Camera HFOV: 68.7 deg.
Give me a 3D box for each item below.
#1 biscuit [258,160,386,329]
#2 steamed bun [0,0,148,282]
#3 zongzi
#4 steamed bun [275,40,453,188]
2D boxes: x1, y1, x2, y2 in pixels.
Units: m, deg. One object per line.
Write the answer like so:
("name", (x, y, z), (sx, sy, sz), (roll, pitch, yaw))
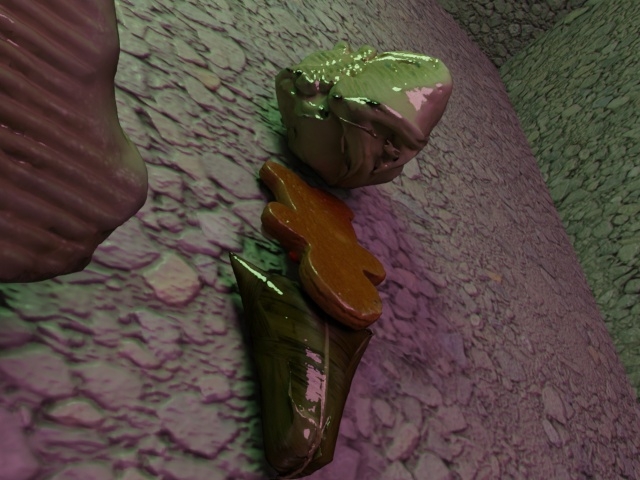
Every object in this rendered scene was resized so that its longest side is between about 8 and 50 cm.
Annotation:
("biscuit", (-0.001, 0.002, 0.644), (0.205, 0.049, 0.324), (27, 23, -33))
("steamed bun", (-0.293, -0.096, 0.275), (0.309, 0.219, 0.324), (-24, 107, -51))
("zongzi", (-0.055, 0.127, 0.506), (0.204, 0.094, 0.205), (41, 38, -12))
("steamed bun", (0.077, -0.203, 0.817), (0.268, 0.207, 0.280), (27, 49, 27))
